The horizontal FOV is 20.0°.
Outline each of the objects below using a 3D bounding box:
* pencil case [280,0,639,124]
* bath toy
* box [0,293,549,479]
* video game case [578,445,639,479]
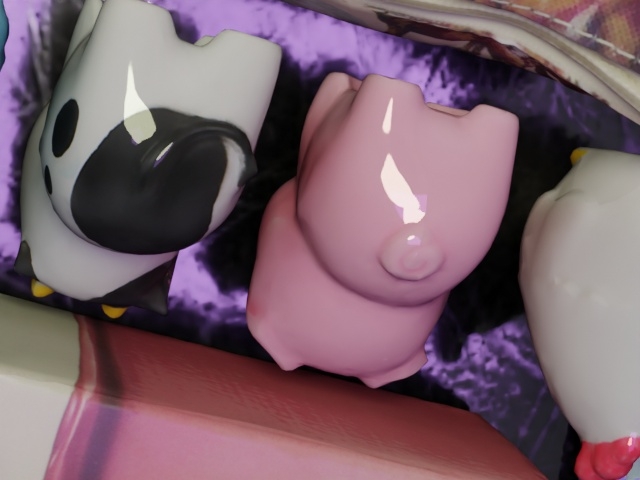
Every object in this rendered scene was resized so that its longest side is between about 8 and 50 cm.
[{"bbox_3d":[-0.012,-0.151,0.618,0.410,0.160,0.184,18,74,-5],"label":"pencil case"},{"bbox_3d":[0.000,0.000,0.680,0.348,0.151,0.129,15,90,-11],"label":"bath toy"},{"bbox_3d":[-0.044,0.126,0.712,0.232,0.127,0.149,14,97,-15],"label":"box"},{"bbox_3d":[0.168,0.167,0.806,0.119,0.015,0.166,5,92,-5],"label":"video game case"}]
